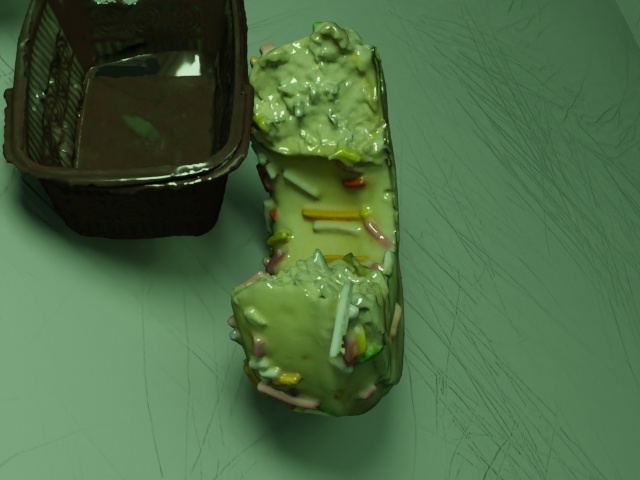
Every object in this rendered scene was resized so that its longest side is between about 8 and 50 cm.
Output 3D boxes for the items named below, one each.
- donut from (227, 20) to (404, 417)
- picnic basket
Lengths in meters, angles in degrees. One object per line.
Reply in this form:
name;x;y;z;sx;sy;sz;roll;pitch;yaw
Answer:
donut;0.001;-0.004;1.100;0.307;0.150;0.371;71;17;-59
picnic basket;-0.174;-0.125;1.067;0.222;0.129;0.297;-1;51;-4
